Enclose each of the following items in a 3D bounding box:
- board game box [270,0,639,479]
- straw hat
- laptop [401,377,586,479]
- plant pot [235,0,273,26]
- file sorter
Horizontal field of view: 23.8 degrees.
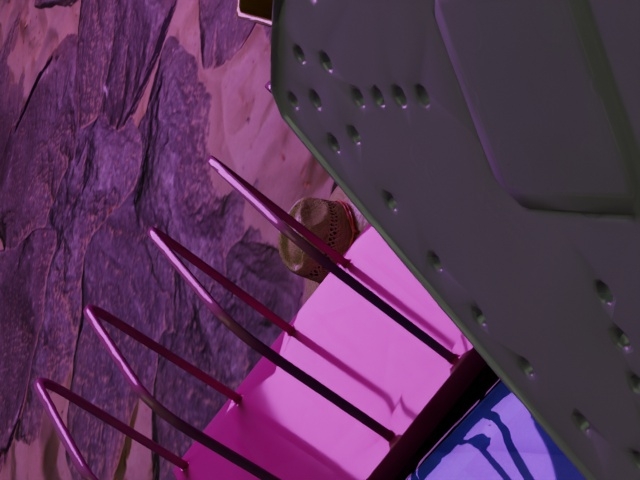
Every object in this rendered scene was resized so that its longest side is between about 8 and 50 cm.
[{"bbox_3d":[0.108,-0.072,0.649,0.390,0.050,0.390,51,155,28],"label":"board game box"},{"bbox_3d":[0.000,0.000,1.236,0.144,0.061,0.144,-37,44,48],"label":"straw hat"},{"bbox_3d":[0.138,0.059,0.862,0.234,0.136,0.264,-149,51,-62],"label":"laptop"},{"bbox_3d":[0.090,-0.216,1.057,0.212,0.187,0.212,32,103,63],"label":"plant pot"},{"bbox_3d":[-0.036,0.063,1.057,0.291,0.182,0.202,-51,31,2],"label":"file sorter"}]
